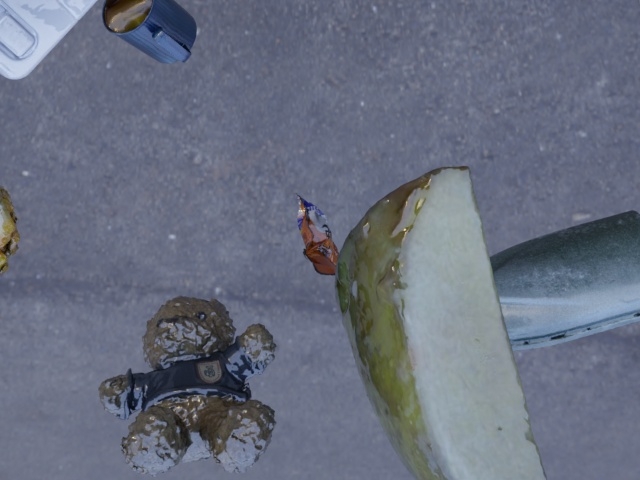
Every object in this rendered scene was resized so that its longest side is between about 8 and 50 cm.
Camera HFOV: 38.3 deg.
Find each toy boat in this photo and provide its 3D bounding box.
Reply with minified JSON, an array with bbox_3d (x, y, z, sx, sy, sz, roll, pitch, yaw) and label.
[{"bbox_3d":[0.280,0.060,1.107,0.320,0.141,0.092,-15,137,-4],"label":"toy boat"}]

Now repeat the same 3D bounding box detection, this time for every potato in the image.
[{"bbox_3d":[0.097,0.121,0.737,0.112,0.255,0.269,-13,145,-6],"label":"potato"}]

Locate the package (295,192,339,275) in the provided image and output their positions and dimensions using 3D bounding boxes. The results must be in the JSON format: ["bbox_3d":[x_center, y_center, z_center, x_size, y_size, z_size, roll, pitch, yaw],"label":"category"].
[{"bbox_3d":[-0.001,0.001,0.999,0.033,0.110,0.077,-22,156,8],"label":"package"}]

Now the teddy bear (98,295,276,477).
[{"bbox_3d":[-0.130,0.156,0.913,0.182,0.251,0.129,-5,122,-6],"label":"teddy bear"}]

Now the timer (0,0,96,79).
[{"bbox_3d":[-0.344,-0.315,0.925,0.194,0.195,0.192,-47,150,-2],"label":"timer"}]

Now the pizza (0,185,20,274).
[{"bbox_3d":[-0.378,0.051,0.959,0.161,0.305,0.085,-22,131,32],"label":"pizza"}]

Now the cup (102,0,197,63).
[{"bbox_3d":[-0.300,-0.377,1.648,0.113,0.150,0.138,-19,157,23],"label":"cup"}]
